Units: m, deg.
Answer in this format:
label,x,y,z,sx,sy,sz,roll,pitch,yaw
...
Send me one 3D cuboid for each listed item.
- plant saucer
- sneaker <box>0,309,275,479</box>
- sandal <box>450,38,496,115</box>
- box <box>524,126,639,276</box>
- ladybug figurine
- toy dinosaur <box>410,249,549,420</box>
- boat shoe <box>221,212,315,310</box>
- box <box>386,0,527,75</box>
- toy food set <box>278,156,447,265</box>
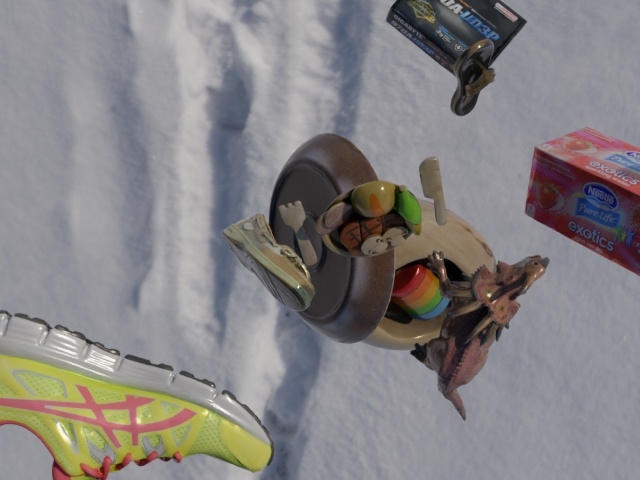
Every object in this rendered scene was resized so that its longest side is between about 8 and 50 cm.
label,x,y,z,sx,sy,sz,roll,pitch,yaw
plant saucer,0.000,0.000,1.278,0.310,0.050,0.311,17,110,56
sneaker,-0.132,0.121,0.562,0.208,0.081,0.094,20,71,-7
sandal,0.248,-0.252,1.393,0.049,0.072,0.180,49,161,23
box,0.519,-0.067,1.505,0.300,0.154,0.142,36,137,43
ladybug figurine,0.159,0.056,1.619,0.305,0.449,0.162,-34,52,10
toy dinosaur,0.211,0.137,1.259,0.127,0.200,0.296,12,103,-6
boat shoe,-0.041,0.015,0.808,0.048,0.153,0.056,-36,120,-12
box,0.265,-0.428,1.709,0.220,0.051,0.175,40,70,5
toy food set,0.059,-0.020,1.035,0.192,0.039,0.132,-18,137,3
